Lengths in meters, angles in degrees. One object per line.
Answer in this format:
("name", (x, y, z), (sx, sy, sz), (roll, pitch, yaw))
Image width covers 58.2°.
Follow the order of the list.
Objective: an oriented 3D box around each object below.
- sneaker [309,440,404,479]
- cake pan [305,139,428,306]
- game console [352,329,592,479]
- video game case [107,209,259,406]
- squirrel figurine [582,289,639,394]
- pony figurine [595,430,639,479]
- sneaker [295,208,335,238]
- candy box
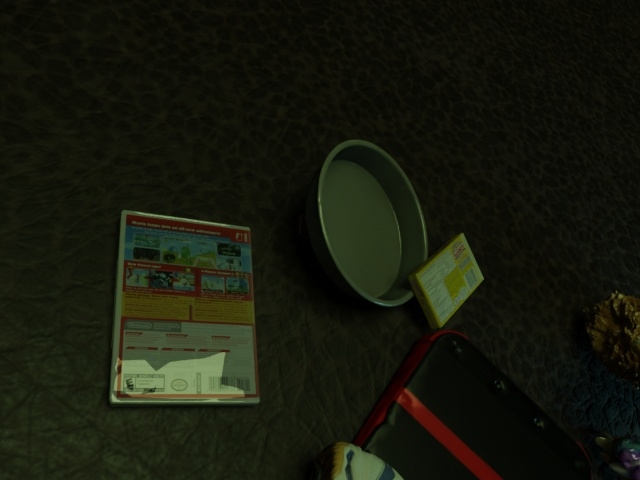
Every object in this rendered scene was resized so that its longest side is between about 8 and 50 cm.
("sneaker", (0.035, 0.411, 0.714), (0.131, 0.112, 0.296), (25, 61, -13))
("cake pan", (0.082, -0.027, 0.994), (0.293, 0.054, 0.293), (18, 64, -43))
("game console", (0.251, 0.368, 0.923), (0.386, 0.060, 0.342), (43, 56, 0))
("video game case", (-0.193, 0.096, 0.837), (0.204, 0.025, 0.285), (8, 60, -26))
("squirrel figurine", (0.694, 0.238, 1.083), (0.370, 0.397, 0.281), (-15, 100, -25))
("pony figurine", (0.676, 0.496, 0.981), (0.363, 0.302, 0.351), (25, 21, -11))
("sneaker", (0.000, 0.000, 1.002), (0.042, 0.067, 0.118), (-41, 117, -42))
("candy box", (0.237, 0.070, 1.066), (0.206, 0.027, 0.105), (-32, 96, -47))
